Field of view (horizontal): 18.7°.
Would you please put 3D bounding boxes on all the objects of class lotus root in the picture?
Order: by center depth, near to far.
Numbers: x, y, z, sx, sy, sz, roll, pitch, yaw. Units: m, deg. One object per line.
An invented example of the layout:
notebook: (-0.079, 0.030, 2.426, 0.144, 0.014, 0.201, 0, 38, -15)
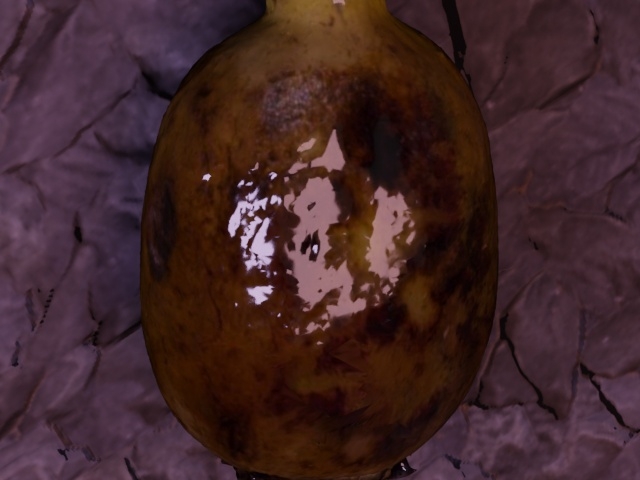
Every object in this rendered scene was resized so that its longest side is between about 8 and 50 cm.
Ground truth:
lotus root: (0.000, 0.000, 0.891, 0.169, 0.141, 0.314, -17, 122, -27)
